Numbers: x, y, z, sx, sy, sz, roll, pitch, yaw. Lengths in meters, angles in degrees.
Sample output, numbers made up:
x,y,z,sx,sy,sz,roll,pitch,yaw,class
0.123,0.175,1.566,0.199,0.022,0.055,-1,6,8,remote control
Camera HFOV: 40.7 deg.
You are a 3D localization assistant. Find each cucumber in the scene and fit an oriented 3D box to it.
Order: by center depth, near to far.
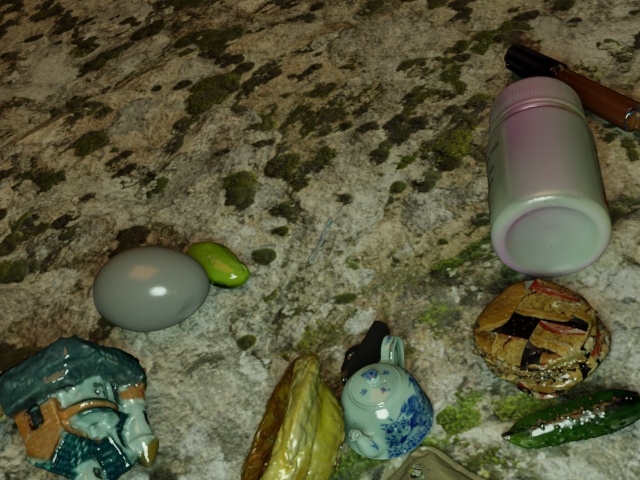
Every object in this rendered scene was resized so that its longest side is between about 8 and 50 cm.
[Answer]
x,y,z,sx,sy,sz,roll,pitch,yaw,class
0.397,0.284,1.362,0.227,0.069,0.069,-17,41,8,cucumber

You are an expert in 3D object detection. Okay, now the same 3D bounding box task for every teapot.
x,y,z,sx,sy,sz,roll,pitch,yaw,class
0.101,0.262,1.429,0.159,0.159,0.232,3,45,23,teapot

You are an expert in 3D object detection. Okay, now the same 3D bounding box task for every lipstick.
x,y,z,sx,sy,sz,roll,pitch,yaw,class
0.577,-0.348,1.962,0.077,0.077,0.418,-32,45,-15,lipstick

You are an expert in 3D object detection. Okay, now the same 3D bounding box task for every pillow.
x,y,z,sx,sy,sz,roll,pitch,yaw,class
0.208,0.396,1.330,0.217,0.033,0.130,22,49,38,pillow

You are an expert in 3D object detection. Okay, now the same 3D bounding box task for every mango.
x,y,z,sx,sy,sz,roll,pitch,yaw,class
-0.218,0.048,1.833,0.165,0.074,0.091,19,52,34,mango

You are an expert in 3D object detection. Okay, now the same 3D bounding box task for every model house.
x,y,z,sx,sy,sz,roll,pitch,yaw,class
-0.390,0.341,1.485,0.184,0.253,0.291,-31,58,6,model house

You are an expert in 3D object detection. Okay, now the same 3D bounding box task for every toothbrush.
x,y,z,sx,sy,sz,roll,pitch,yaw,class
0.000,0.000,1.850,0.011,0.013,0.131,-2,44,33,toothbrush

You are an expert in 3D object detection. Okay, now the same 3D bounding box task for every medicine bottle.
x,y,z,sx,sy,sz,roll,pitch,yaw,class
0.430,-0.133,1.677,0.219,0.219,0.388,-7,43,13,medicine bottle

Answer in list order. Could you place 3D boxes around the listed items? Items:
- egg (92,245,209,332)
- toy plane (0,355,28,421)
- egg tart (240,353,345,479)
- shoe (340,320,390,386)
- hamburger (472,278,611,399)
x,y,z,sx,sy,sz,roll,pitch,yaw,class
-0.340,0.098,1.751,0.232,0.176,0.176,-2,43,4,egg
-0.637,0.310,1.698,0.256,0.104,0.242,-29,26,-2,toy plane
-0.041,0.324,1.378,0.115,0.290,0.290,23,46,-8,egg tart
0.075,0.212,1.566,0.053,0.062,0.159,-14,33,47,shoe
0.377,0.158,1.476,0.231,0.107,0.231,-17,40,14,hamburger
